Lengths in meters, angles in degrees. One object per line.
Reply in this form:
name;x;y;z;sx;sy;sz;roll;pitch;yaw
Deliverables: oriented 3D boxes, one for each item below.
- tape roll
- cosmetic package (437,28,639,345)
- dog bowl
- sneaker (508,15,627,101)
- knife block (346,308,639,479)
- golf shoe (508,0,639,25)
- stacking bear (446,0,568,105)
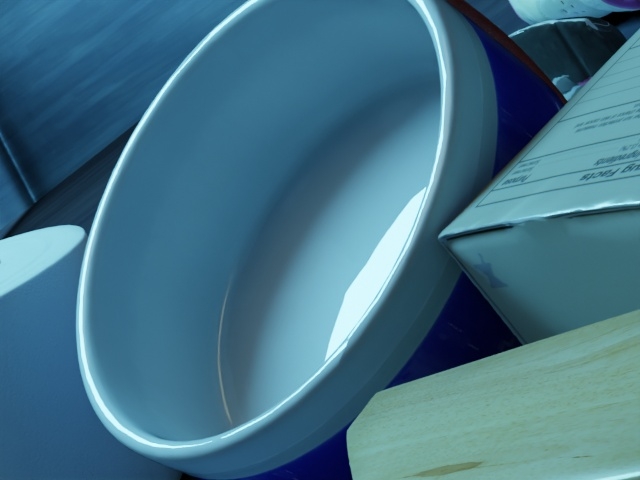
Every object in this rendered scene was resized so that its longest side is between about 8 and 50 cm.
tape roll;-0.229;0.114;1.036;0.246;0.169;0.246;-21;12;5
cosmetic package;0.213;-0.067;0.682;0.309;0.113;0.160;-45;14;-20
dog bowl;0.000;0.000;0.816;0.265;0.104;0.265;-29;46;35
sneaker;0.138;-0.111;1.141;0.178;0.072;0.077;-22;10;37
knife block;0.133;0.065;0.516;0.242;0.088;0.275;-37;13;6
golf shoe;0.250;-0.275;1.289;0.306;0.115;0.140;-46;11;-32
stacking bear;-0.001;-0.018;1.040;0.289;0.164;0.175;-38;12;29
